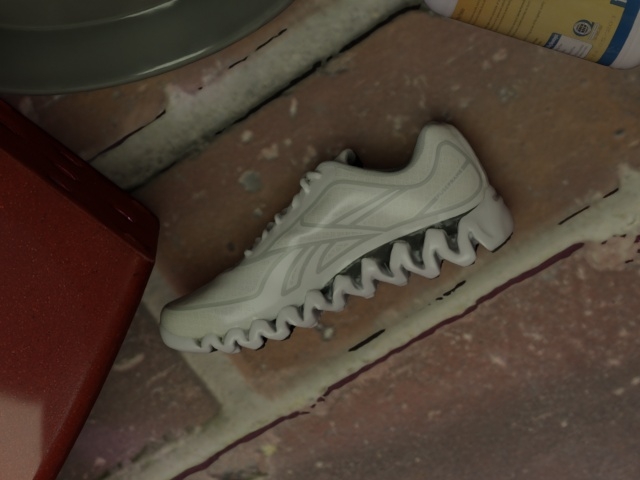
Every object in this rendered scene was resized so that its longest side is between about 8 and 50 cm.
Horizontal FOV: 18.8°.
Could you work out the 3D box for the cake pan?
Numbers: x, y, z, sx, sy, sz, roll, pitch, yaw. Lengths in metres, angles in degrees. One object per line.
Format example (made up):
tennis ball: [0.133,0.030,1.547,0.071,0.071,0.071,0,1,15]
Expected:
cake pan: [-0.144,-0.191,1.383,0.293,0.293,0.054,-21,74,13]

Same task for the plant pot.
plant pot: [-0.264,0.036,1.487,0.267,0.267,0.236,38,97,-10]

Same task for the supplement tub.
supplement tub: [0.155,-0.216,1.393,0.199,0.144,0.144,17,113,-2]

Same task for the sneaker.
sneaker: [0.000,0.000,1.525,0.292,0.110,0.118,-24,100,5]
